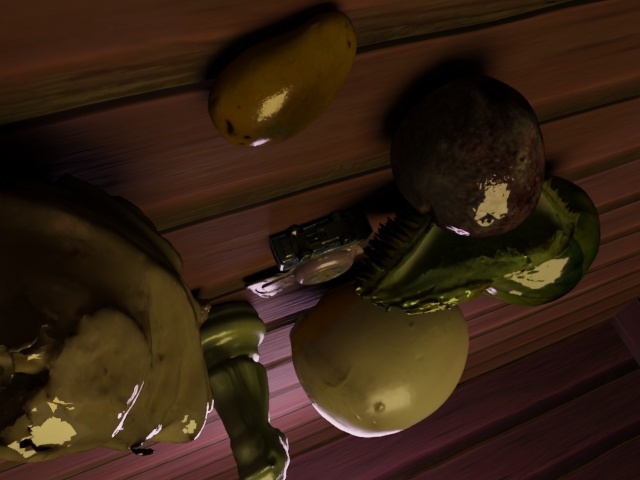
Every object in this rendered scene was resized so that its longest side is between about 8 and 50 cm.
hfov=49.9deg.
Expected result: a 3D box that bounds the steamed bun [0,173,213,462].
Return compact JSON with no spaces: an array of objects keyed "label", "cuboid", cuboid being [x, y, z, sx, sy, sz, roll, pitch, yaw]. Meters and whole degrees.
[{"label":"steamed bun","cuboid":[-0.250,0.058,0.651,0.346,0.238,0.394,15,169,-26]}]

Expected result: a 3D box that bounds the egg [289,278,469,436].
[{"label":"egg","cuboid":[0.117,0.202,1.260,0.344,0.283,0.283,-19,155,-21]}]

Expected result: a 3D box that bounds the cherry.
[{"label":"cherry","cuboid":[0.181,-0.101,0.827,0.195,0.195,0.195,-22,156,-10]}]

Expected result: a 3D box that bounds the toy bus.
[{"label":"toy bus","cuboid":[0.000,0.000,1.016,0.152,0.051,0.061,-21,162,-14]}]

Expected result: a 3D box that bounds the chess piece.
[{"label":"chess piece","cuboid":[-0.127,0.263,1.120,0.175,0.298,0.176,-22,154,-11]}]

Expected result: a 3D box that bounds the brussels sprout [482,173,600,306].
[{"label":"brussels sprout","cuboid":[0.350,0.007,1.215,0.271,0.210,0.219,-6,148,-8]}]

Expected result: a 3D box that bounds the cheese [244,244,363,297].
[{"label":"cheese","cuboid":[-0.021,0.047,1.098,0.190,0.042,0.105,-22,159,11]}]

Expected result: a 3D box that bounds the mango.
[{"label":"mango","cuboid":[-0.032,-0.150,0.647,0.161,0.076,0.103,-38,149,5]}]

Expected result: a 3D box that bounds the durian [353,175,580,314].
[{"label":"durian","cuboid":[0.206,0.001,1.033,0.394,0.198,0.163,-25,166,-27]}]

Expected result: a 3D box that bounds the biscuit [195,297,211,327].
[{"label":"biscuit","cuboid":[-0.303,0.161,1.048,0.289,0.038,0.141,-19,155,-13]}]
